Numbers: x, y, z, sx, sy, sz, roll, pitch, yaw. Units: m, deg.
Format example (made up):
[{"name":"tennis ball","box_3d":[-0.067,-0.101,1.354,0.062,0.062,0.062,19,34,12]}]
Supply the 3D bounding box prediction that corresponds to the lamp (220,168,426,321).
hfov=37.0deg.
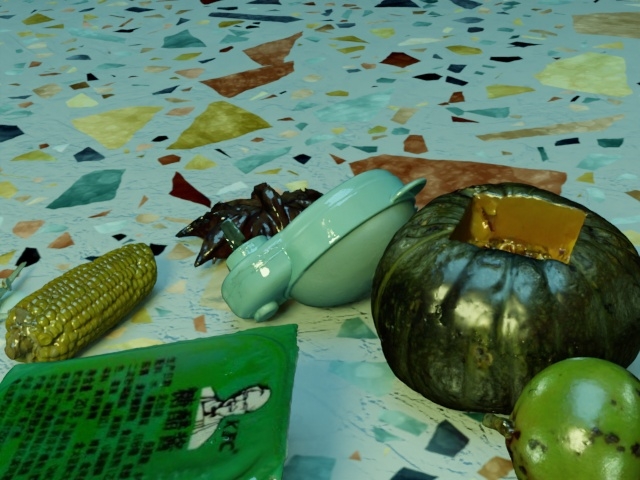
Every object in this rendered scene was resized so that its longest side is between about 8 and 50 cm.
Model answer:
[{"name":"lamp","box_3d":[0.006,0.010,1.221,0.283,0.209,0.147,-16,73,-5]}]

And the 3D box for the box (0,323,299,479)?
[{"name":"box","box_3d":[-0.179,0.211,0.917,0.336,0.106,0.264,-8,29,8]}]

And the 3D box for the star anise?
[{"name":"star anise","box_3d":[-0.087,-0.043,1.405,0.271,0.103,0.272,-4,26,2]}]

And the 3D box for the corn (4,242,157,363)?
[{"name":"corn","box_3d":[-0.300,0.079,1.214,0.097,0.097,0.261,13,30,26]}]

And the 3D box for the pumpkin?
[{"name":"pumpkin","box_3d":[0.215,0.060,1.086,0.320,0.192,0.320,3,33,-2]}]

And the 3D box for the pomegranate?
[{"name":"pomegranate","box_3d":[0.275,0.199,0.908,0.220,0.156,0.156,24,23,-18]}]

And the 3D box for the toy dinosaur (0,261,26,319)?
[{"name":"toy dinosaur","box_3d":[-0.458,0.085,1.278,0.106,0.044,0.187,-20,30,2]}]
